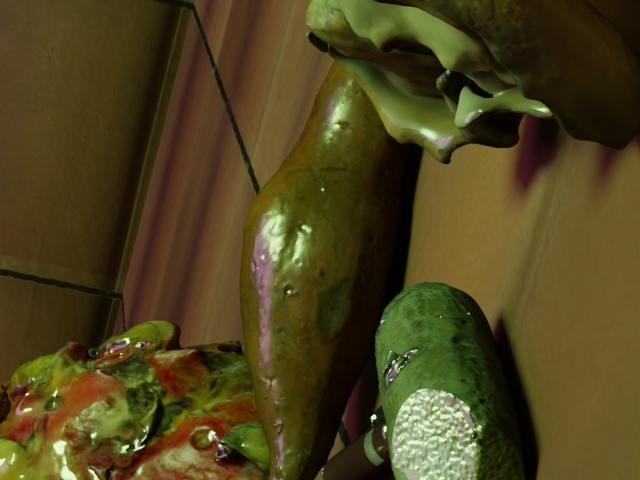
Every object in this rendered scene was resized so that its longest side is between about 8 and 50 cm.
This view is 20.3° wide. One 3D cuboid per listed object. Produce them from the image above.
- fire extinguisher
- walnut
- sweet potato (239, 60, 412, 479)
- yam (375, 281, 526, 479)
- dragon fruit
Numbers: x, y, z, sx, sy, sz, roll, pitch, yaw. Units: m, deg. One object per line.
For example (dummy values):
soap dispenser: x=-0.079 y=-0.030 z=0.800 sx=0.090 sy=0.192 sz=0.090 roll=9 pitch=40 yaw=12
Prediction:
fire extinguisher: x=0.039 y=0.119 z=1.081 sx=0.049 sy=0.035 sz=0.173 roll=-41 pitch=-4 yaw=-23
walnut: x=0.062 y=-0.136 z=0.845 sx=0.141 sy=0.204 sz=0.238 roll=-57 pitch=16 yaw=-8
sweet potato: x=-0.001 y=0.005 z=1.197 sx=0.112 sy=0.112 sz=0.359 roll=144 pitch=138 yaw=-73
yam: x=0.062 y=0.084 z=0.897 sx=0.146 sy=0.070 sz=0.069 roll=-95 pitch=20 yaw=-59
dragon fruit: x=-0.175 y=0.220 z=1.418 sx=0.296 sy=0.263 sz=0.314 roll=-115 pitch=39 yaw=-71
